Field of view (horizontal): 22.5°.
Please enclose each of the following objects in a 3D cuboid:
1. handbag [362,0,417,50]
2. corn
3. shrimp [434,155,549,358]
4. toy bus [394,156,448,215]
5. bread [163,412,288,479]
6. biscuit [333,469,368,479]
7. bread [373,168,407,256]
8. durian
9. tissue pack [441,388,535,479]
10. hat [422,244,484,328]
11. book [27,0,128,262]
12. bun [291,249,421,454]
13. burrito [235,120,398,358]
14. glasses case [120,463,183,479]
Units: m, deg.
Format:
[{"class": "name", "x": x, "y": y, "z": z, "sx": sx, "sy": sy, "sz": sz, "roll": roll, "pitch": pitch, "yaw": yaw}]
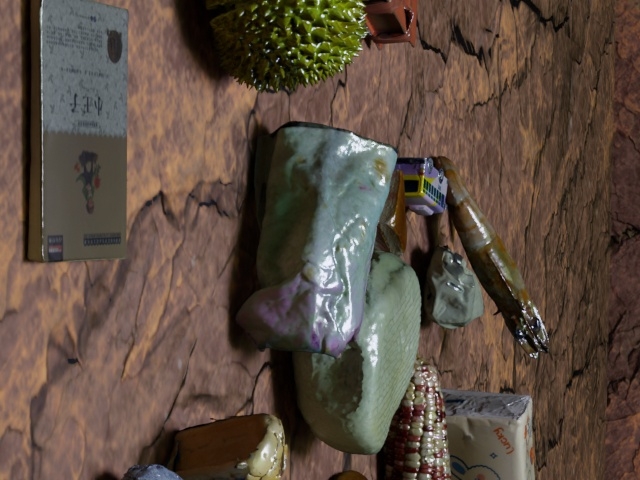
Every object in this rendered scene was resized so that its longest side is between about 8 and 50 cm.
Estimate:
[{"class": "handbag", "x": 0.077, "y": -0.328, "z": 1.862, "sx": 0.127, "sy": 0.062, "sz": 0.190, "roll": 51, "pitch": 40, "yaw": -61}, {"class": "corn", "x": 0.116, "y": 0.258, "z": 1.938, "sx": 0.086, "sy": 0.086, "sz": 0.253, "roll": -11, "pitch": 99, "yaw": -70}, {"class": "shrimp", "x": 0.225, "y": 0.018, "z": 2.160, "sx": 0.296, "sy": 0.058, "sz": 0.169, "roll": 63, "pitch": 8, "yaw": -3}, {"class": "toy bus", "x": 0.122, "y": -0.067, "z": 1.999, "sx": 0.102, "sy": 0.052, "sz": 0.058, "roll": 33, "pitch": 61, "yaw": -65}, {"class": "bread", "x": -0.078, "y": 0.182, "z": 1.355, "sx": 0.053, "sy": 0.106, "sz": 0.072, "roll": 58, "pitch": 35, "yaw": -32}, {"class": "biscuit", "x": 0.035, "y": 0.360, "z": 1.780, "sx": 0.212, "sy": 0.036, "sz": 0.212, "roll": -1, "pitch": 90, "yaw": -71}, {"class": "bread", "x": 0.075, "y": -0.026, "z": 1.877, "sx": 0.062, "sy": 0.043, "sz": 0.109, "roll": -43, "pitch": 132, "yaw": -66}, {"class": "durian", "x": -0.024, "y": -0.209, "z": 1.448, "sx": 0.198, "sy": 0.146, "sz": 0.159, "roll": 46, "pitch": 48, "yaw": -63}, {"class": "tissue pack", "x": 0.203, "y": 0.300, "z": 2.088, "sx": 0.092, "sy": 0.148, "sz": 0.196, "roll": -44, "pitch": 131, "yaw": -60}, {"class": "hat", "x": 0.165, "y": 0.056, "z": 2.110, "sx": 0.122, "sy": 0.081, "sz": 0.166, "roll": 60, "pitch": 8, "yaw": -11}, {"class": "book", "x": -0.179, "y": -0.084, "z": 1.207, "sx": 0.138, "sy": 0.016, "sz": 0.199, "roll": -2, "pitch": 92, "yaw": -70}, {"class": "bun", "x": 0.031, "y": 0.112, "z": 1.669, "sx": 0.221, "sy": 0.108, "sz": 0.221, "roll": 7, "pitch": 90, "yaw": -75}, {"class": "burrito", "x": 0.000, "y": 0.000, "z": 1.541, "sx": 0.089, "sy": 0.143, "sz": 0.229, "roll": 144, "pitch": -44, "yaw": -60}, {"class": "glasses case", "x": -0.111, "y": 0.283, "z": 1.328, "sx": 0.282, "sy": 0.067, "sz": 0.109, "roll": 66, "pitch": 33, "yaw": -52}]
